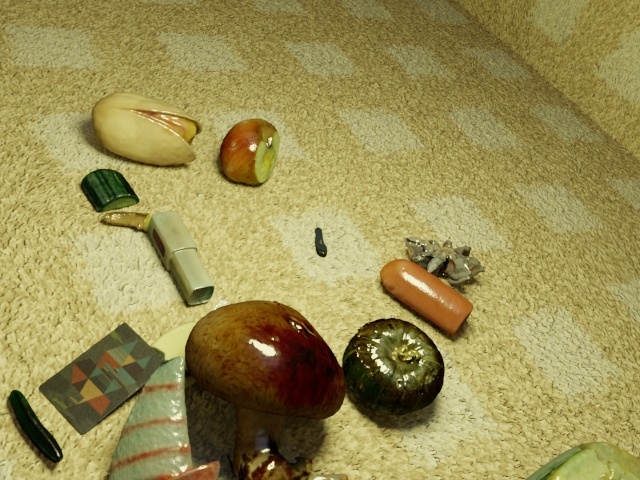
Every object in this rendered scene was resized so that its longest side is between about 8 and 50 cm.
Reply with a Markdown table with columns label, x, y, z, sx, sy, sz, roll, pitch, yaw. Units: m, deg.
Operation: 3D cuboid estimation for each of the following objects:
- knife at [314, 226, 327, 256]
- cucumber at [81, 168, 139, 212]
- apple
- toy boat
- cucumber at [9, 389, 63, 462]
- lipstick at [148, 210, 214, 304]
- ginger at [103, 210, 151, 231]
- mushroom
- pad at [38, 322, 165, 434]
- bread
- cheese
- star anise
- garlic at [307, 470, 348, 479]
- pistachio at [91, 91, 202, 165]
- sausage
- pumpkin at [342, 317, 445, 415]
| label | x | y | z | sx | sy | sz | roll | pitch | yaw |
| --- | --- | --- | --- | --- | --- | --- | --- | --- | --- |
| knife | 0.000 | 0.000 | 1.834 | 0.031 | 0.018 | 0.121 | 4 | 42 | -10 |
| cucumber | -0.543 | -0.134 | 1.707 | 0.116 | 0.062 | 0.115 | -18 | 58 | -36 |
| apple | -0.206 | -0.263 | 1.911 | 0.160 | 0.173 | 0.195 | 28 | 37 | 4 |
| toy boat | -0.288 | 0.355 | 1.191 | 0.206 | 0.096 | 0.282 | -11 | 70 | 6 |
| cucumber | -0.527 | 0.343 | 1.211 | 0.036 | 0.033 | 0.184 | -38 | 65 | -19 |
| lipstick | -0.336 | 0.041 | 1.593 | 0.077 | 0.079 | 0.253 | -11 | 52 | -35 |
| ginger | -0.477 | -0.053 | 1.663 | 0.137 | 0.044 | 0.057 | 10 | 59 | -11 |
| mushroom | -0.107 | 0.302 | 1.321 | 0.334 | 0.356 | 0.331 | 18 | 18 | 42 |
| pad | -0.431 | 0.270 | 1.315 | 0.143 | 0.003 | 0.211 | 38 | 58 | 18 |
| bread | 0.544 | 0.544 | 1.311 | 0.395 | 0.239 | 0.264 | -20 | 55 | -41 |
| cheese | -0.269 | 0.211 | 1.456 | 0.127 | 0.054 | 0.251 | 30 | 40 | 10 |
| star anise | 0.346 | 0.054 | 1.863 | 0.236 | 0.093 | 0.229 | 26 | 29 | 15 |
| garlic | 0.028 | 0.563 | 1.146 | 0.143 | 0.112 | 0.318 | -6 | 61 | -14 |
| pistachio | -0.485 | -0.315 | 1.834 | 0.299 | 0.188 | 0.188 | 11 | 41 | -7 |
| sausage | 0.274 | 0.140 | 1.735 | 0.259 | 0.114 | 0.113 | 35 | 42 | 14 |
| pumpkin | 0.168 | 0.280 | 1.493 | 0.237 | 0.159 | 0.238 | 15 | 44 | -15 |
